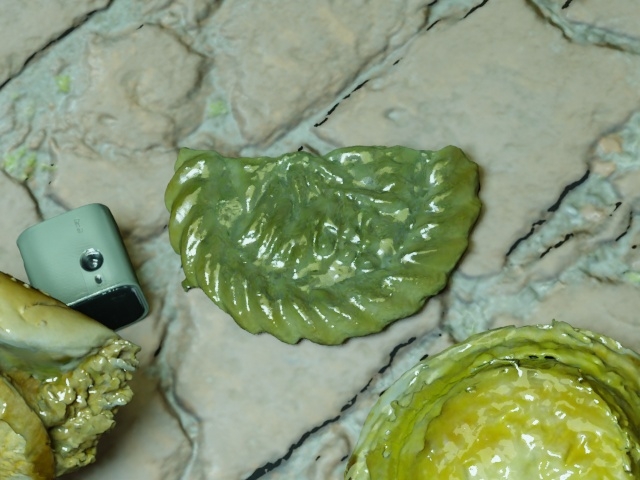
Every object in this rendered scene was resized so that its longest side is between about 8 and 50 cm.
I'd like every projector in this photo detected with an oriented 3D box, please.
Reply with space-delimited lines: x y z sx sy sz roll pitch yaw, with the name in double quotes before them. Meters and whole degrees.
"projector" -0.197 0.029 1.462 0.083 0.083 0.082 -22 65 -4

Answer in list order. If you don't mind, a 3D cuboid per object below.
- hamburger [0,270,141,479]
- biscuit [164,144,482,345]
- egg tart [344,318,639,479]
"hamburger" -0.282 0.097 1.352 0.286 0.243 0.146 9 64 22
"biscuit" 0.000 0.000 1.480 0.273 0.036 0.187 -2 65 5
"egg tart" 0.157 0.187 1.336 0.294 0.116 0.295 -2 67 4
